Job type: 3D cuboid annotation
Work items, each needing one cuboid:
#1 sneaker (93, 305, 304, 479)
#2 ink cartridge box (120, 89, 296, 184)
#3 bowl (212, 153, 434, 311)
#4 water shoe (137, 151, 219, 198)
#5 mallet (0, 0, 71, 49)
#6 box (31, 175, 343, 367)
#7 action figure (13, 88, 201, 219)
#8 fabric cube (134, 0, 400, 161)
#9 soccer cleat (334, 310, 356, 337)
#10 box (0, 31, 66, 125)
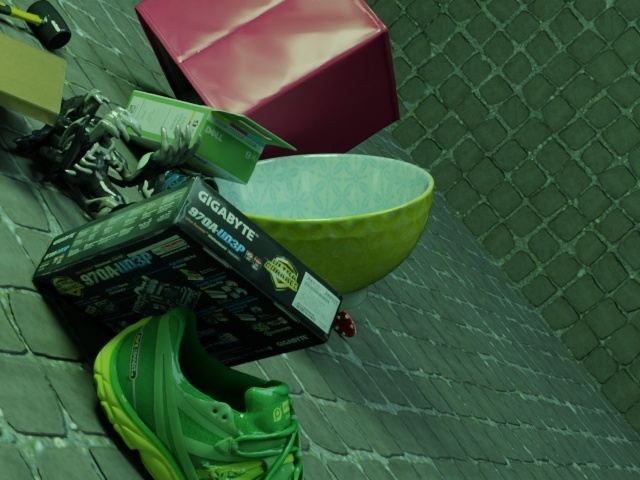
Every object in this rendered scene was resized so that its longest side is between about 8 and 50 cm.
[{"bbox_3d":[-0.060,0.178,1.026,0.295,0.123,0.109,49,13,2],"label":"sneaker"},{"bbox_3d":[-0.144,-0.123,1.568,0.209,0.062,0.109,16,-10,41],"label":"ink cartridge box"},{"bbox_3d":[0.000,0.000,1.604,0.289,0.290,0.156,-90,179,-71],"label":"bowl"},{"bbox_3d":[-0.153,-0.049,1.494,0.073,0.080,0.203,35,18,-43],"label":"water shoe"},{"bbox_3d":[-0.387,-0.289,1.566,0.062,0.039,0.190,55,19,26],"label":"mallet"},{"bbox_3d":[-0.117,0.041,1.085,0.175,0.220,0.051,40,53,-27],"label":"box"},{"bbox_3d":[-0.198,-0.074,1.301,0.275,0.141,0.164,52,25,13],"label":"action figure"},{"bbox_3d":[-0.069,-0.251,1.799,0.259,0.258,0.254,53,-7,25],"label":"fabric cube"},{"bbox_3d":[0.022,0.098,1.736,0.083,0.029,0.035,46,16,14],"label":"soccer cleat"},{"bbox_3d":[-0.351,-0.185,1.253,0.201,0.021,0.164,23,21,-18],"label":"box"}]
